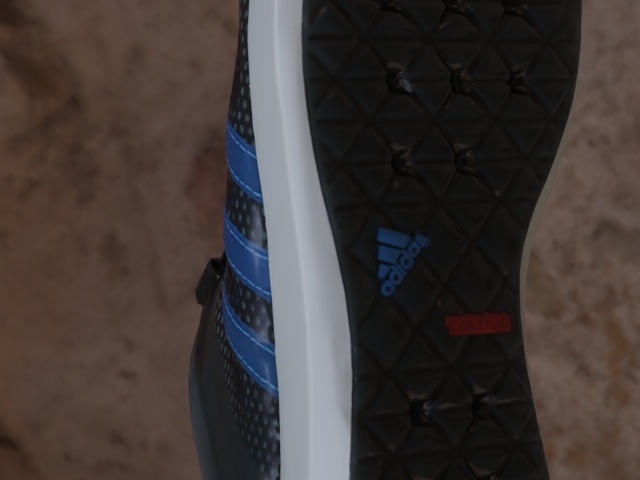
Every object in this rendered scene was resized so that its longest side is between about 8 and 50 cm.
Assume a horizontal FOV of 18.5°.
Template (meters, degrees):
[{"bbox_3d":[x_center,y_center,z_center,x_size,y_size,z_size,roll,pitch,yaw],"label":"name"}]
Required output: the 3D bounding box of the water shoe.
[{"bbox_3d":[0.000,0.000,0.386,0.080,0.073,0.203,-7,78,54],"label":"water shoe"}]
